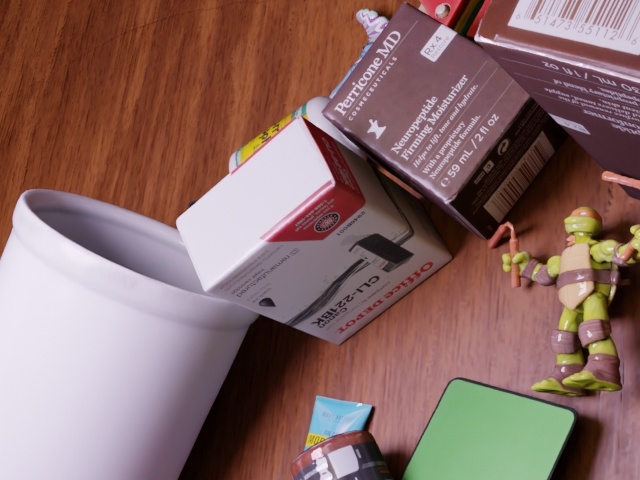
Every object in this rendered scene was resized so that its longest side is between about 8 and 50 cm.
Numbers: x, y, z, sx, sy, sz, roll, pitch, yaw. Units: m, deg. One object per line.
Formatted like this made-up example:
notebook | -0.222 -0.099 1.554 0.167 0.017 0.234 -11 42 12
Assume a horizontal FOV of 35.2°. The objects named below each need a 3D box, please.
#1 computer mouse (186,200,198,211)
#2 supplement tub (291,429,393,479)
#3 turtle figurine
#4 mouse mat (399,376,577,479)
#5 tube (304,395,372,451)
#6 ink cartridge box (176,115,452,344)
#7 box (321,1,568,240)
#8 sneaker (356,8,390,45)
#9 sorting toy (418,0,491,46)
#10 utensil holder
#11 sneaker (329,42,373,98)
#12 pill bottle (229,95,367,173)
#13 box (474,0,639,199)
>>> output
computer mouse | -0.217 0.084 1.476 0.262 0.060 0.184 -40 58 13
supplement tub | 0.048 0.317 1.113 0.106 0.106 0.197 -36 62 20
turtle figurine | 0.273 0.055 1.083 0.269 0.087 0.217 -18 61 57
mouse mat | 0.176 0.229 1.089 0.190 0.007 0.152 9 65 51
tube | 0.000 0.291 1.216 0.080 0.052 0.207 7 68 28
ink cartridge box | 0.000 0.000 1.197 0.197 0.273 0.114 -39 55 18
box | 0.149 -0.136 1.182 0.203 0.167 0.168 38 94 28
sneaker | 0.073 -0.285 1.425 0.098 0.038 0.069 32 90 43
sorting toy | 0.237 -0.337 1.287 0.255 0.089 0.257 29 89 42
utensil holder | -0.294 0.174 1.283 0.328 0.328 0.385 34 102 42
sneaker | 0.071 -0.228 1.380 0.162 0.063 0.073 -36 38 39
pill bottle | -0.011 -0.121 1.362 0.208 0.118 0.117 -31 54 23
box | 0.325 -0.137 0.931 0.191 0.381 0.143 26 89 43
